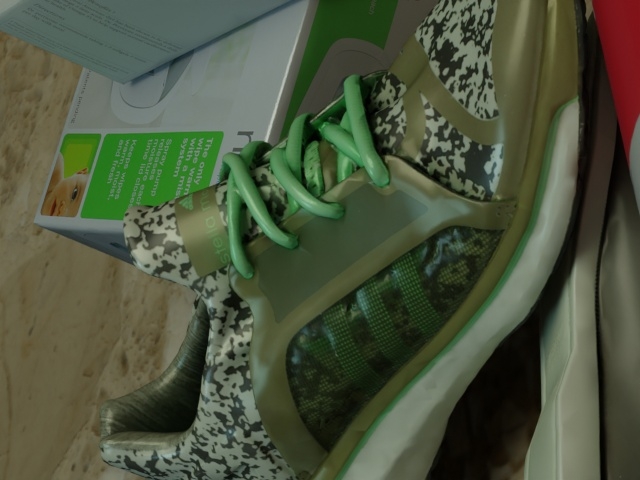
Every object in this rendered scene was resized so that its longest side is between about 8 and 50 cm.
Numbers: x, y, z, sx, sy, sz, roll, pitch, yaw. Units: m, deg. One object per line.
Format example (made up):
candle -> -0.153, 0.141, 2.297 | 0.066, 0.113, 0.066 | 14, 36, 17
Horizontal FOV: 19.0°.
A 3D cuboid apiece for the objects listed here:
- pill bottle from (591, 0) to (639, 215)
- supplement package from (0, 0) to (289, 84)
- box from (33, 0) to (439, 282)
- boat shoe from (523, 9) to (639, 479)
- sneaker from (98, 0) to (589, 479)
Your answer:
pill bottle -> 0.215, -0.174, 0.810 | 0.229, 0.229, 0.407 | -34, 48, 36
supplement package -> -0.094, -0.176, 1.084 | 0.179, 0.105, 0.105 | -19, 57, 45
box -> -0.030, -0.106, 1.164 | 0.231, 0.127, 0.262 | 5, 75, 53
boat shoe -> 0.152, 0.027, 0.903 | 0.109, 0.091, 0.305 | 104, 173, -67
sneaker -> 0.000, 0.000, 0.935 | 0.158, 0.182, 0.410 | -100, 29, -57
